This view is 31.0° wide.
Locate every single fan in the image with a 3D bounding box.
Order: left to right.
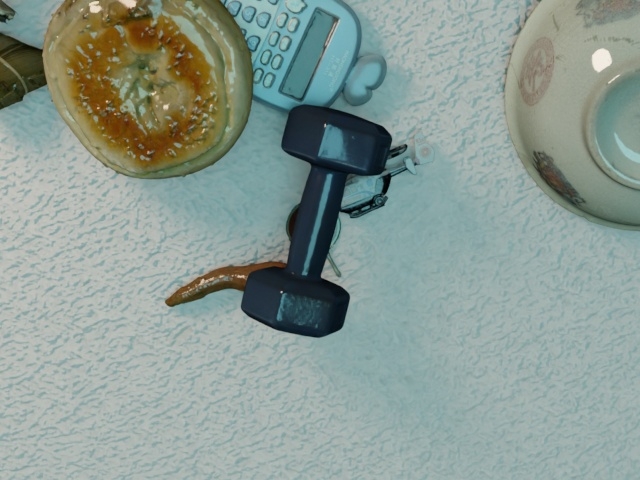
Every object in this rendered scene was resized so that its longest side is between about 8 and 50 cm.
[{"bbox_3d":[0.000,0.000,1.771,0.085,0.005,0.133,-27,102,-1],"label":"fan"}]

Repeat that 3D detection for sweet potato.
[{"bbox_3d":[-0.134,0.065,1.750,0.214,0.050,0.050,-9,102,0],"label":"sweet potato"}]

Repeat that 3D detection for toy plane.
[{"bbox_3d":[0.084,-0.091,1.739,0.197,0.053,0.078,-26,94,3],"label":"toy plane"}]

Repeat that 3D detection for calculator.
[{"bbox_3d":[-0.049,-0.287,1.689,0.303,0.042,0.188,24,97,-10],"label":"calculator"}]

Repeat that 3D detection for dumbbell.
[{"bbox_3d":[-0.006,-0.027,1.650,0.144,0.160,0.324,7,100,-42],"label":"dumbbell"}]

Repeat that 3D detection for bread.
[{"bbox_3d":[-0.231,-0.237,1.605,0.306,0.159,0.305,4,114,8],"label":"bread"}]

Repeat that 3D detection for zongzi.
[{"bbox_3d":[-0.456,-0.289,1.644,0.178,0.081,0.189,-33,87,-24],"label":"zongzi"}]

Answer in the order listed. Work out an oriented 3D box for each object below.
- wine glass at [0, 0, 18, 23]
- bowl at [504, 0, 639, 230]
[{"bbox_3d":[-0.422,-0.476,1.538,0.190,0.190,0.357,23,101,-10],"label":"wine glass"},{"bbox_3d":[0.466,-0.182,1.618,0.435,0.196,0.434,5,113,13],"label":"bowl"}]
